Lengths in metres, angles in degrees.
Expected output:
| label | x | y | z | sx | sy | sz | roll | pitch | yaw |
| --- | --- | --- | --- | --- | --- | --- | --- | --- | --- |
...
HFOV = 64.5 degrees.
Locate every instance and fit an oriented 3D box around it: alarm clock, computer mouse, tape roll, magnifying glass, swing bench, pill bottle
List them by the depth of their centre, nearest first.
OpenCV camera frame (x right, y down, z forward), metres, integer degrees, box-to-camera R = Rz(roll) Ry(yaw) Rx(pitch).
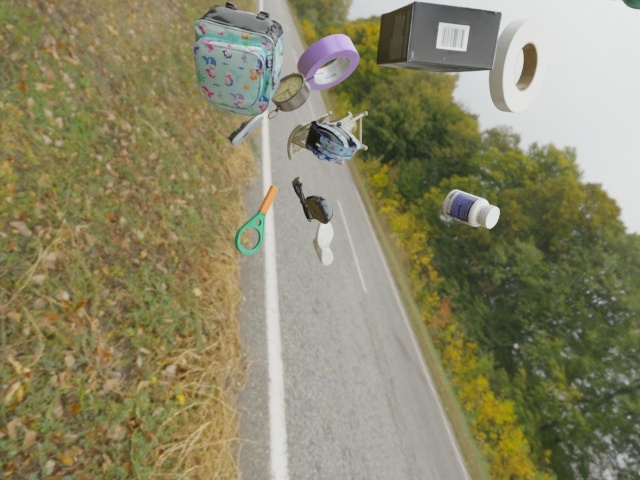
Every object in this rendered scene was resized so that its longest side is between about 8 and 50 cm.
| label | x | y | z | sx | sy | sz | roll | pitch | yaw |
| --- | --- | --- | --- | --- | --- | --- | --- | --- | --- |
| magnifying glass | -0.193 | -0.064 | 1.577 | 0.092 | 0.231 | 0.026 | 31 | -7 | -40 |
| alarm clock | -0.107 | -0.465 | 1.654 | 0.129 | 0.192 | 0.064 | 28 | -16 | 42 |
| computer mouse | -0.024 | -0.155 | 1.848 | 0.184 | 0.060 | 0.262 | 66 | -14 | -12 |
| pill bottle | 0.566 | -0.114 | 1.905 | 0.187 | 0.112 | 0.112 | 29 | -14 | 44 |
| swing bench | 0.029 | -0.430 | 2.078 | 0.253 | 0.255 | 0.165 | -42 | 136 | -52 |
| tape roll | 0.862 | -0.750 | 2.199 | 0.072 | 0.392 | 0.392 | 23 | -17 | 42 |
| tape roll | 0.035 | -0.806 | 2.310 | 0.090 | 0.275 | 0.275 | 64 | 12 | 12 |

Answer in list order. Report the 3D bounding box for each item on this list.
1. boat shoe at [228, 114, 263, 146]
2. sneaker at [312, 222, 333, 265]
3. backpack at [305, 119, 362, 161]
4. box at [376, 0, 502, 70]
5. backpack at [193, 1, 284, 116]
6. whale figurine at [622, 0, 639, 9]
| label | x | y | z | sx | sy | sz | roll | pitch | yaw |
| --- | --- | --- | --- | --- | --- | --- | --- | --- | --- |
| boat shoe | -0.252 | -0.378 | 1.704 | 0.040 | 0.142 | 0.049 | 46 | 1 | 13 |
| sneaker | 0.000 | 0.000 | 2.111 | 0.094 | 0.080 | 0.212 | 42 | -38 | 47 |
| backpack | 0.051 | -0.331 | 1.761 | 0.158 | 0.117 | 0.173 | -8 | 40 | -42 |
| box | 0.374 | -0.651 | 1.659 | 0.294 | 0.296 | 0.182 | -125 | -142 | -69 |
| backpack | -0.215 | -0.449 | 1.327 | 0.253 | 0.225 | 0.191 | 101 | 5 | -53 |
| whale figurine | 1.058 | -0.885 | 1.702 | 0.272 | 0.216 | 0.141 | 23 | 61 | -14 |
